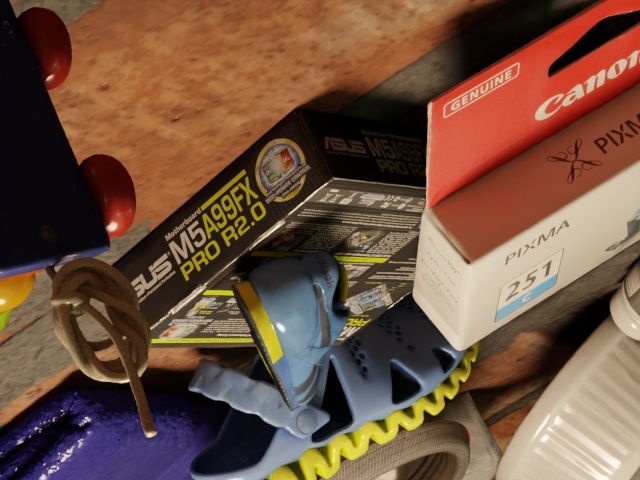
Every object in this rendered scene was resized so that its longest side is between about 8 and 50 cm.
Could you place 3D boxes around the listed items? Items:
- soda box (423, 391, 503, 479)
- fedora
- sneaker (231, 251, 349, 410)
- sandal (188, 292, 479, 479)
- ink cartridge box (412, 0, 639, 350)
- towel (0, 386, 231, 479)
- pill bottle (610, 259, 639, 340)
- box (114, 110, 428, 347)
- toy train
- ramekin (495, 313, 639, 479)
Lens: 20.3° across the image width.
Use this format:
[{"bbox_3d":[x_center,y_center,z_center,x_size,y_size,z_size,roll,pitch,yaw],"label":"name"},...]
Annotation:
[{"bbox_3d":[0.118,0.288,2.112,0.091,0.098,0.286,-18,157,-24],"label":"soda box"},{"bbox_3d":[0.027,0.240,1.842,0.243,0.124,0.275,-19,150,-27],"label":"fedora"},{"bbox_3d":[-0.008,0.064,1.285,0.082,0.069,0.209,-29,160,-7],"label":"sneaker"},{"bbox_3d":[0.008,0.114,1.529,0.317,0.138,0.126,-34,-157,-30],"label":"sandal"},{"bbox_3d":[0.205,-0.072,1.287,0.296,0.066,0.261,-31,154,-16],"label":"ink cartridge box"},{"bbox_3d":[-0.191,0.202,1.570,0.227,0.076,0.308,-42,155,18],"label":"towel"},{"bbox_3d":[0.362,0.044,1.855,0.078,0.078,0.137,-14,156,-32],"label":"pill bottle"},{"bbox_3d":[0.000,0.000,1.326,0.216,0.060,0.270,-38,157,29],"label":"box"},{"bbox_3d":[-0.159,0.013,0.895,0.105,0.248,0.143,-14,160,-32],"label":"toy train"},{"bbox_3d":[0.325,0.202,1.988,0.273,0.127,0.273,-45,162,-19],"label":"ramekin"}]
